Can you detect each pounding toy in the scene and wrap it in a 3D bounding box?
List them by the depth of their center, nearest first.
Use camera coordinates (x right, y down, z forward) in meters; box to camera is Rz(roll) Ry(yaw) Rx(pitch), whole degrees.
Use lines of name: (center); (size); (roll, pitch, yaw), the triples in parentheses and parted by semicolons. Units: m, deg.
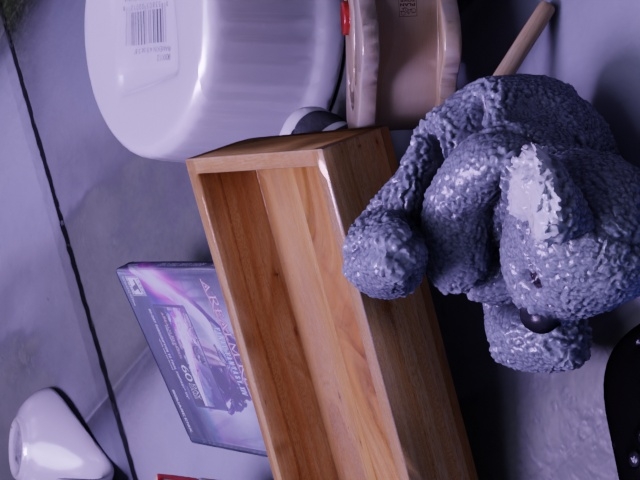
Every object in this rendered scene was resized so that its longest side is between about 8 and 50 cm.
pounding toy: (0.096, -0.163, 1.420); (0.154, 0.155, 0.269); (99, 167, -70)

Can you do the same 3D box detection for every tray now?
tray: (0.023, 0.117, 1.453); (0.203, 0.076, 0.411); (0, 108, 56)

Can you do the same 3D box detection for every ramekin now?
ramekin: (-0.109, -0.199, 1.659); (0.277, 0.135, 0.277); (4, 95, 55)

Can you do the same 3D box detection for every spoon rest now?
spoon rest: (-0.293, 0.255, 2.029); (0.276, 0.084, 0.137); (-150, 64, -66)

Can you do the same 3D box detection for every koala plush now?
koala plush: (0.159, -0.014, 1.211); (0.203, 0.196, 0.221); (-64, 21, -3)

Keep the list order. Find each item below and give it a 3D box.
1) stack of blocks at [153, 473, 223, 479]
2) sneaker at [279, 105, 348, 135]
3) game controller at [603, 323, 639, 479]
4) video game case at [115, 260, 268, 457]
stack of blocks: (-0.060, 0.349, 1.587); (0.297, 0.171, 0.087); (-108, 34, -49)
sneaker: (0.000, 0.000, 1.560); (0.121, 0.079, 0.217); (28, 115, 52)
game controller: (0.295, 0.090, 1.144); (0.319, 0.067, 0.166); (-39, 60, 49)
video game case: (-0.091, 0.110, 1.670); (0.274, 0.026, 0.196); (-1, 114, 61)
